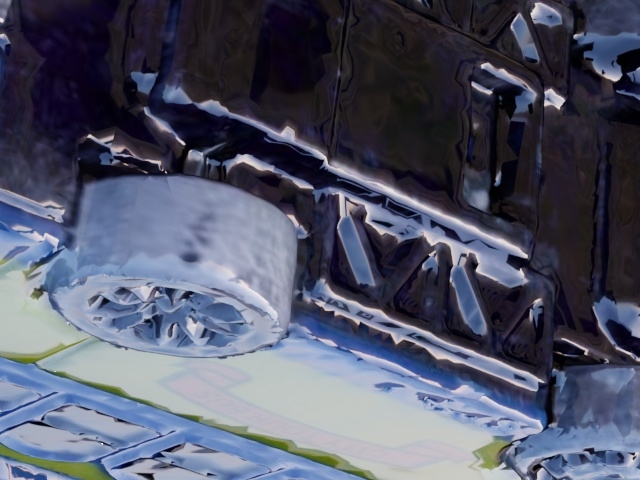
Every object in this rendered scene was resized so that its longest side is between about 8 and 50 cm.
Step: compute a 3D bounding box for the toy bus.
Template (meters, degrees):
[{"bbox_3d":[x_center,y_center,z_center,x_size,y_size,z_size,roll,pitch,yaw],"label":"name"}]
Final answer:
[{"bbox_3d":[0.000,0.000,0.492,0.287,0.138,0.175,23,151,-32],"label":"toy bus"}]
